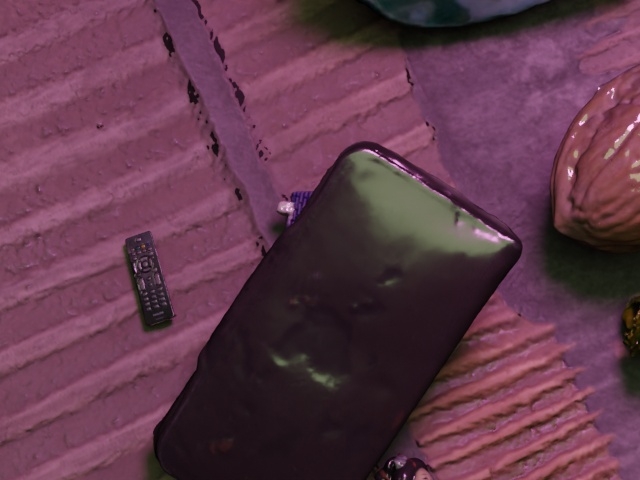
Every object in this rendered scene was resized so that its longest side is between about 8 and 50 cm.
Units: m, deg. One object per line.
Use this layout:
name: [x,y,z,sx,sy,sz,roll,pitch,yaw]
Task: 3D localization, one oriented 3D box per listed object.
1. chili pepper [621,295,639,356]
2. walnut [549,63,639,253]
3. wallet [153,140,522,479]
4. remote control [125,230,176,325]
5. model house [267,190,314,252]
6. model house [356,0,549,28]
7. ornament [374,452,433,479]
chili pepper: [0.468,0.105,1.483,0.359,0.085,0.076,7,115,-5]
walnut: [0.314,-0.078,1.468,0.230,0.178,0.178,-36,80,-8]
wallet: [0.006,0.103,1.413,0.197,0.051,0.378,33,97,1]
remote control: [-0.166,0.037,1.503,0.034,0.016,0.091,-19,77,10]
model house: [0.000,0.000,1.481,0.100,0.088,0.101,10,77,-1]
model house: [0.137,-0.417,1.543,0.294,0.252,0.329,-23,53,16]
ornament: [0.131,0.269,1.405,0.153,0.166,0.196,-26,64,-9]
